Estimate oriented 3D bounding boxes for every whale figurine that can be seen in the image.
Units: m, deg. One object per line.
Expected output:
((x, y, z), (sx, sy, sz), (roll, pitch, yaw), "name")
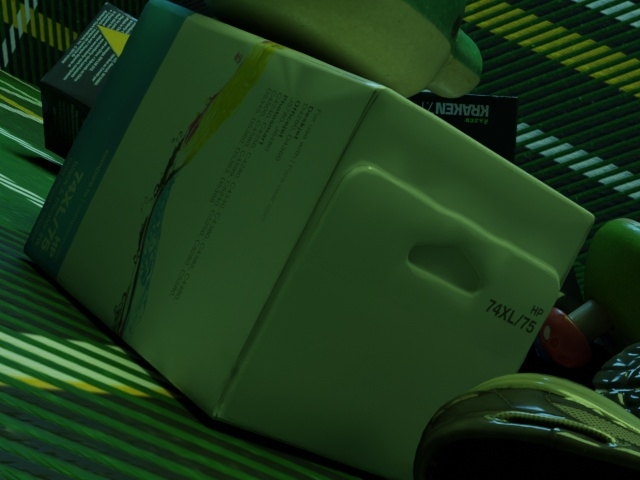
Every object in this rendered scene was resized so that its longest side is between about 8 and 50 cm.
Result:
((0.024, -0.177, 0.908), (0.216, 0.141, 0.272), (26, 0, 11), "whale figurine")

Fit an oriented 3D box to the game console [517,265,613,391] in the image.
((0.212, 0.062, 1.181), (0.213, 0.044, 0.361), (35, 27, -27), "game console")

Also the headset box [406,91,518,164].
((0.114, -0.041, 1.635), (0.246, 0.283, 0.131), (4, 0, 4), "headset box")

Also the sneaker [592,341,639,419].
((0.338, 0.219, 0.819), (0.410, 0.158, 0.182), (53, -9, 52), "sneaker")

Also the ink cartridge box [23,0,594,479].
((-0.016, -0.003, 0.817), (0.198, 0.197, 0.270), (26, 2, -38), "ink cartridge box")

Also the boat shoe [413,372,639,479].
((0.193, 0.172, 0.596), (0.355, 0.132, 0.130), (19, 8, 25), "boat shoe")

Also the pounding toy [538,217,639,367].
((0.249, 0.100, 1.042), (0.183, 0.110, 0.237), (51, -8, 34), "pounding toy")

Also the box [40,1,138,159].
((-0.184, -0.133, 1.567), (0.270, 0.143, 0.165), (31, -27, 6), "box")

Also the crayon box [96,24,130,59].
((-0.033, -0.061, 1.093), (0.323, 0.083, 0.203), (13, 27, -37), "crayon box")

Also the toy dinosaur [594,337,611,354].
((0.328, 0.210, 1.320), (0.218, 0.164, 0.322), (45, -9, 24), "toy dinosaur")
